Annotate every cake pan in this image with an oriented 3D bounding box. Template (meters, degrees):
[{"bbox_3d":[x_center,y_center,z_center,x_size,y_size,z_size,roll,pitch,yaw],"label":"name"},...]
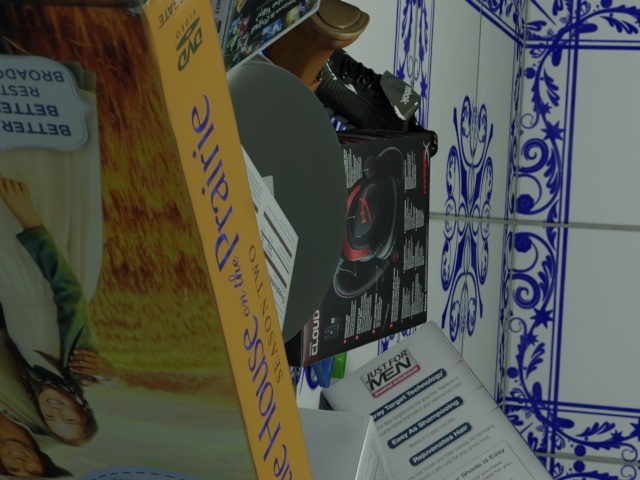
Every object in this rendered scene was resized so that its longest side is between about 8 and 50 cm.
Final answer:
[{"bbox_3d":[-0.074,-0.028,1.229,0.293,0.054,0.293,-7,99,-51],"label":"cake pan"}]

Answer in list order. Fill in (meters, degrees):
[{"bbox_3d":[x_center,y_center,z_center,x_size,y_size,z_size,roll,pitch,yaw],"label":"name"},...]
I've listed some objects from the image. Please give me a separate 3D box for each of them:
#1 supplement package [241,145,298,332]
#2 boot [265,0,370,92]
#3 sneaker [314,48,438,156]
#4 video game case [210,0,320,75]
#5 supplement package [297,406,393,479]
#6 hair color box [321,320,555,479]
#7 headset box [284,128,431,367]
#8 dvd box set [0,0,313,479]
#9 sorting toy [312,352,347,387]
[{"bbox_3d":[-0.153,0.003,0.896,0.262,0.204,0.145,60,36,-61],"label":"supplement package"},{"bbox_3d":[-0.017,-0.171,1.394,0.197,0.073,0.152,-102,-146,-69],"label":"boot"},{"bbox_3d":[0.057,-0.164,1.619,0.234,0.106,0.078,50,40,-31],"label":"sneaker"},{"bbox_3d":[-0.033,-0.237,1.161,0.190,0.022,0.173,-46,156,-52],"label":"video game case"},{"bbox_3d":[-0.044,0.300,1.316,0.262,0.199,0.198,72,28,-51],"label":"supplement package"},{"bbox_3d":[0.166,0.285,1.734,0.347,0.174,0.105,54,-7,33],"label":"hair color box"},{"bbox_3d":[0.000,0.000,1.474,0.293,0.110,0.218,-14,107,-57],"label":"headset box"},{"bbox_3d":[-0.167,0.048,0.691,0.062,0.308,0.420,-63,152,-46],"label":"dvd box set"},{"bbox_3d":[0.013,0.008,1.714,0.196,0.047,0.347,56,41,-69],"label":"sorting toy"}]
